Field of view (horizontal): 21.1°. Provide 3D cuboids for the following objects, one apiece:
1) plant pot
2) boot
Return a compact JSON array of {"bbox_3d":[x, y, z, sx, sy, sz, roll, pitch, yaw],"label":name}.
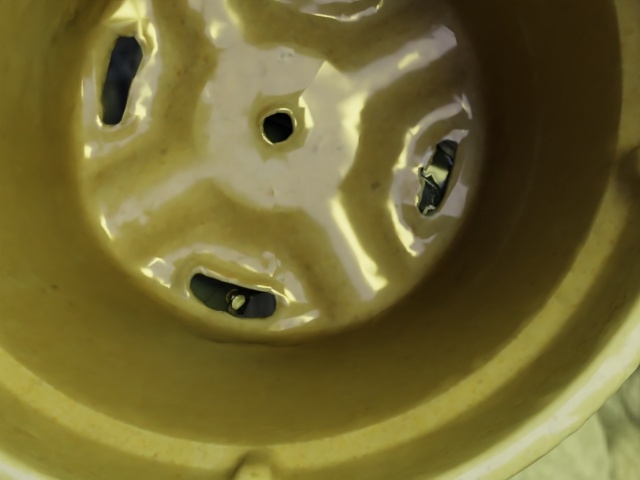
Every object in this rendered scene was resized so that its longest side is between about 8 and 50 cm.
[{"bbox_3d":[-0.022,-0.060,0.718,0.333,0.305,0.334,0,89,2],"label":"plant pot"},{"bbox_3d":[-0.001,-0.001,0.910,0.236,0.085,0.178,39,87,1],"label":"boot"}]
